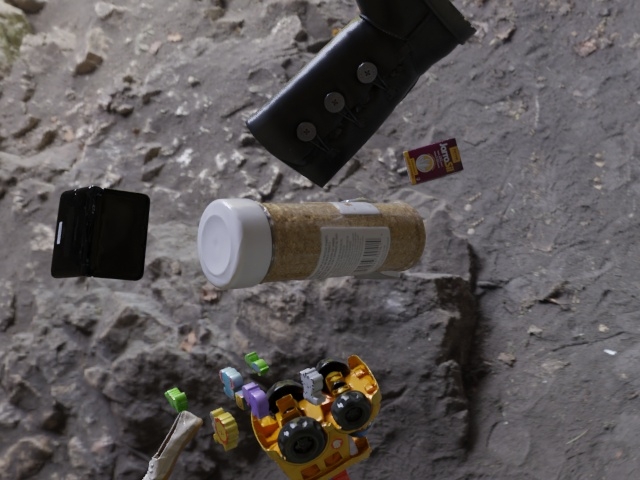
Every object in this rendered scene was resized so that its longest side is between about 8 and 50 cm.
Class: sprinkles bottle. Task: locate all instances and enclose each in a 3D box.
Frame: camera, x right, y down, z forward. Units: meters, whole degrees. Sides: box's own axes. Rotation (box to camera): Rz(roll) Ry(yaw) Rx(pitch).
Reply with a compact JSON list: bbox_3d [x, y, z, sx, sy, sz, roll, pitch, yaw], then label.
[{"bbox_3d":[0.000,0.000,0.869,0.121,0.355,0.121,3,94,50],"label":"sprinkles bottle"}]

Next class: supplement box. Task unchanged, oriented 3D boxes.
[{"bbox_3d":[0.176,-0.123,0.913,0.083,0.043,0.055,-16,90,8],"label":"supplement box"}]

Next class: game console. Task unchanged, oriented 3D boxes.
[{"bbox_3d":[-0.298,-0.006,0.788,0.107,0.071,0.122,-6,76,31],"label":"game console"}]

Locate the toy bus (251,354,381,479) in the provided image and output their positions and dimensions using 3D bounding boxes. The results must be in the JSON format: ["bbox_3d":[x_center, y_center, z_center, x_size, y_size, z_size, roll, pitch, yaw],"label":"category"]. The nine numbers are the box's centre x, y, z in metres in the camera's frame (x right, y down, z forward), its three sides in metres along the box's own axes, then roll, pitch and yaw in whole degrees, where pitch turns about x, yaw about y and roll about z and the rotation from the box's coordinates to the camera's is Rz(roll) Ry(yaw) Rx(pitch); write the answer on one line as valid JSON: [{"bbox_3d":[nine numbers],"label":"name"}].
[{"bbox_3d":[0.019,0.343,1.026,0.220,0.211,0.149,-27,22,-6],"label":"toy bus"}]

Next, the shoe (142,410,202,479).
[{"bbox_3d":[-0.371,0.510,1.393,0.219,0.058,0.076,-56,20,-25],"label":"shoe"}]

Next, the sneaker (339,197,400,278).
[{"bbox_3d":[0.105,-0.004,1.229,0.108,0.292,0.169,-4,79,13],"label":"sneaker"}]

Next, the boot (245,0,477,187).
[{"bbox_3d":[0.014,-0.364,1.119,0.445,0.367,0.146,-41,19,24],"label":"boot"}]

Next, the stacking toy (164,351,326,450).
[{"bbox_3d":[-0.119,0.225,0.877,0.221,0.167,0.052,8,110,53],"label":"stacking toy"}]
